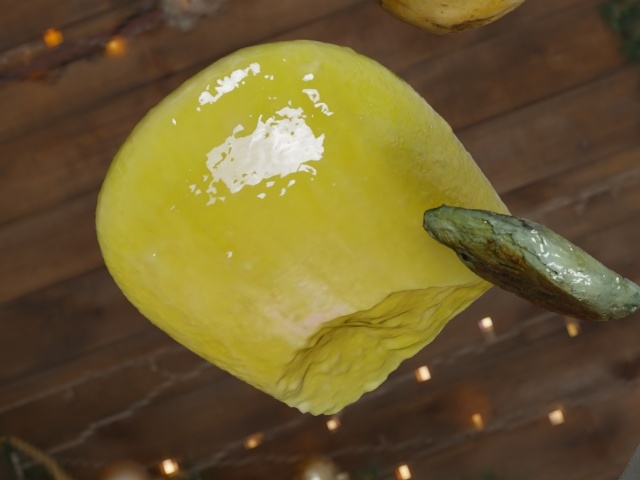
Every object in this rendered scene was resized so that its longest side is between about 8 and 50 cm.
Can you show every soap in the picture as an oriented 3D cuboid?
[{"bbox_3d":[0.001,0.002,1.350,0.427,0.306,0.115,40,19,-40],"label":"soap"}]

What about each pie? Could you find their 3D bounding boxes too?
[{"bbox_3d":[0.166,0.019,1.226,0.187,0.041,0.187,25,-5,2],"label":"pie"}]

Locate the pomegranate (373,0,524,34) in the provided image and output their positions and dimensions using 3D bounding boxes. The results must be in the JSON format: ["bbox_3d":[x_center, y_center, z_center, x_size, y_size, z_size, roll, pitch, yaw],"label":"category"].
[{"bbox_3d":[0.141,-0.352,1.652,0.260,0.260,0.260,-20,90,-87],"label":"pomegranate"}]

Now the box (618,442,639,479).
[{"bbox_3d":[0.329,0.225,1.063,0.233,0.067,0.149,27,2,-11],"label":"box"}]
